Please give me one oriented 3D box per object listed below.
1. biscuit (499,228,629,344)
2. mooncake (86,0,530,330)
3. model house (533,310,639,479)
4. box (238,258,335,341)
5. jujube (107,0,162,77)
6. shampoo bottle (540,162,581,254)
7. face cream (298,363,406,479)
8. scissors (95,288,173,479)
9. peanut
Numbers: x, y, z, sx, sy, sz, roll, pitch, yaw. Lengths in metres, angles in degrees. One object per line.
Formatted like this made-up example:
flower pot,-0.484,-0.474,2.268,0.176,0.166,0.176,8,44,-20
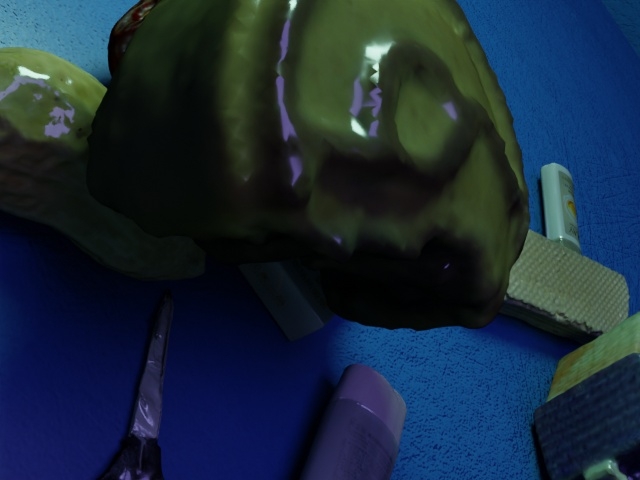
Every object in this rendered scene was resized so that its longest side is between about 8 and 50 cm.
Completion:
biscuit,0.368,0.074,1.232,0.426,0.078,0.144,22,69,-35
mooncake,0.010,-0.060,0.662,0.394,0.246,0.393,-36,115,-47
model house,0.486,0.308,1.096,0.312,0.245,0.280,51,33,1
box,0.001,0.000,0.928,0.149,0.067,0.233,57,40,-7
jujube,-0.110,-0.162,0.826,0.243,0.183,0.183,53,37,-33
shampoo bottle,0.456,-0.040,1.423,0.086,0.056,0.227,40,43,-34
face cream,0.024,0.261,0.787,0.107,0.073,0.269,54,39,-24
scissors,-0.161,0.173,0.693,0.109,0.022,0.300,32,47,-34
peanut,-0.217,-0.074,0.696,0.291,0.143,0.159,33,40,-34
